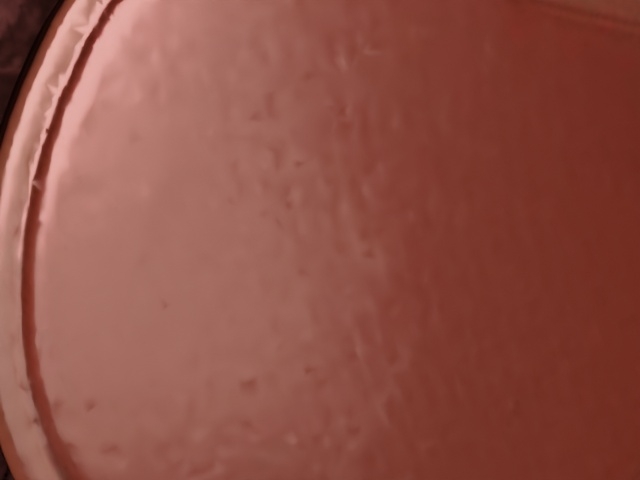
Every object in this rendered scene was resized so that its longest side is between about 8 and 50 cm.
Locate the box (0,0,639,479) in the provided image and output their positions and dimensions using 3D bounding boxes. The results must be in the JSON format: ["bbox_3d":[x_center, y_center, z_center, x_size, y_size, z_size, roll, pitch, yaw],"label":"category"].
[{"bbox_3d":[0.000,0.000,0.569,0.301,0.216,0.300,-1,95,-16],"label":"box"}]
